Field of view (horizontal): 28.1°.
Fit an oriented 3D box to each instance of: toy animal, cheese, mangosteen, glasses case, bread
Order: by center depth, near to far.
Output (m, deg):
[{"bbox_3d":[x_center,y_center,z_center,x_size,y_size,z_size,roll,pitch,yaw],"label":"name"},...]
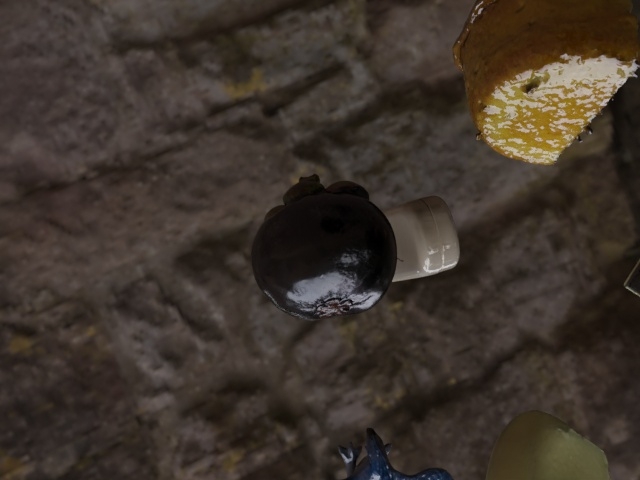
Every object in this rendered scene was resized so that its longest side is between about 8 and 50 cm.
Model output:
[{"bbox_3d":[0.148,0.250,0.863,0.050,0.127,0.255,-19,-136,48],"label":"cheese"},{"bbox_3d":[0.000,0.000,1.206,0.137,0.151,0.137,-9,146,-6],"label":"mangosteen"},{"bbox_3d":[0.094,0.001,1.390,0.050,0.083,0.196,-17,178,-16],"label":"glasses case"},{"bbox_3d":[0.065,0.329,1.644,0.239,0.255,0.176,-11,-154,-3],"label":"toy animal"},{"bbox_3d":[0.285,-0.241,1.746,0.179,0.194,0.340,3,154,-16],"label":"bread"}]

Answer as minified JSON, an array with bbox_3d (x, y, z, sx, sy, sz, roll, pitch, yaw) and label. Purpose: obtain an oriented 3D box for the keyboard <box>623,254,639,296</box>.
[{"bbox_3d":[0.362,0.075,0.854,0.106,0.317,0.027,-61,164,15],"label":"keyboard"}]
